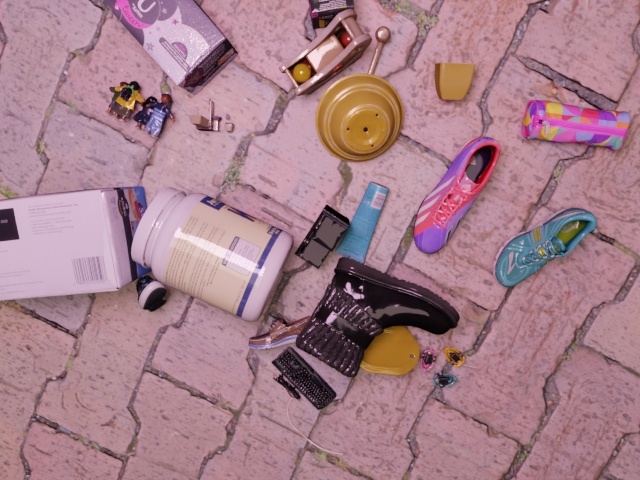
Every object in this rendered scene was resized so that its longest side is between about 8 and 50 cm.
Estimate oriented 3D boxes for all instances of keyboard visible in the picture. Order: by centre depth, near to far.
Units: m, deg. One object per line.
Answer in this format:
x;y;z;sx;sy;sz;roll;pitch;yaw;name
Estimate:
-0.053;0.386;1.264;0.100;0.038;0.192;-44;93;8;keyboard

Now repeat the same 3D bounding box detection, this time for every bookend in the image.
0.000;0.000;1.147;0.072;0.156;0.157;32;99;-2;bookend

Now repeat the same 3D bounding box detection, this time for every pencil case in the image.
0.599;-0.273;1.111;0.236;0.104;0.105;6;98;1;pencil case

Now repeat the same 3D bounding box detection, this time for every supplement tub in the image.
-0.252;0.029;1.123;0.324;0.235;0.236;25;98;-1;supplement tub

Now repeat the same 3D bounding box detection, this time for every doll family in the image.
-0.447;-0.336;1.167;0.192;0.076;0.112;26;94;-6;doll family

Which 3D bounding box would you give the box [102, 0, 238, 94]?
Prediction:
-0.345;-0.497;1.101;0.163;0.142;0.247;-41;94;7;box

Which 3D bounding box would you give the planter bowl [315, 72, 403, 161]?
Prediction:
0.099;-0.271;1.099;0.217;0.090;0.217;-3;121;-5;planter bowl

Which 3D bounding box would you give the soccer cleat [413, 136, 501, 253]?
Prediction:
0.327;-0.108;1.136;0.108;0.116;0.318;30;98;-2;soccer cleat

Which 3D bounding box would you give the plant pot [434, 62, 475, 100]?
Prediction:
0.316;-0.379;1.120;0.081;0.081;0.084;2;109;2;plant pot

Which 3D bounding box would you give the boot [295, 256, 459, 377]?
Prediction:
0.139;0.221;1.143;0.347;0.131;0.260;22;71;9;boot

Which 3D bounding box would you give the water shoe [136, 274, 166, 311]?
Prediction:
-0.435;0.127;1.169;0.073;0.203;0.080;-38;86;-25;water shoe

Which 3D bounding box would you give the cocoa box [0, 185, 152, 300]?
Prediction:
-0.618;-0.001;1.139;0.346;0.228;0.232;-6;98;4;cocoa box

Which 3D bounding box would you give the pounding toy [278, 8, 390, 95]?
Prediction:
0.054;-0.416;1.087;0.269;0.154;0.155;-34;95;7;pounding toy

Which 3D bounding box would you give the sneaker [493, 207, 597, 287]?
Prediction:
0.543;0.014;1.147;0.275;0.110;0.107;-41;94;8;sneaker

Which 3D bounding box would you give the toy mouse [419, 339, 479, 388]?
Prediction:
0.309;0.336;1.242;0.161;0.031;0.143;39;98;-3;toy mouse

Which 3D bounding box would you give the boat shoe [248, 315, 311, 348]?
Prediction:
-0.104;0.239;1.237;0.183;0.066;0.066;-11;93;-6;boat shoe

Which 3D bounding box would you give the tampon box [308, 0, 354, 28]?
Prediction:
0.017;-0.593;1.081;0.101;0.120;0.161;-7;97;3;tampon box

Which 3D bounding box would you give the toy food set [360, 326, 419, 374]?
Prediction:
0.146;0.283;1.231;0.217;0.071;0.128;8;73;-1;toy food set

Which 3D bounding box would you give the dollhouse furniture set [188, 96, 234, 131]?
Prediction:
-0.266;-0.315;1.139;0.090;0.114;0.081;3;94;5;dollhouse furniture set

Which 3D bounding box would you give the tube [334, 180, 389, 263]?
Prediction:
0.111;-0.046;1.193;0.080;0.052;0.207;23;104;4;tube
